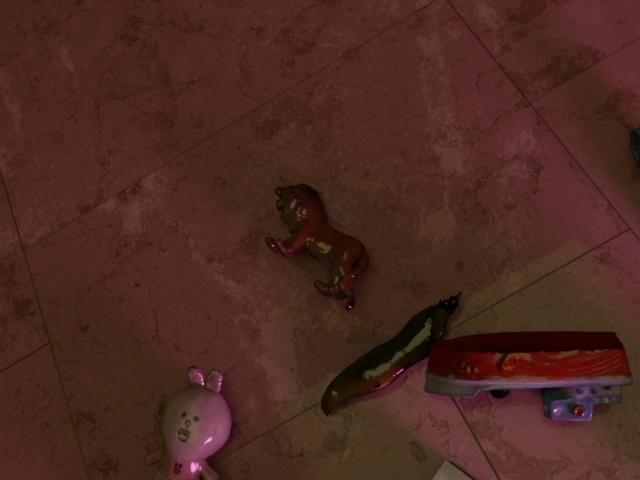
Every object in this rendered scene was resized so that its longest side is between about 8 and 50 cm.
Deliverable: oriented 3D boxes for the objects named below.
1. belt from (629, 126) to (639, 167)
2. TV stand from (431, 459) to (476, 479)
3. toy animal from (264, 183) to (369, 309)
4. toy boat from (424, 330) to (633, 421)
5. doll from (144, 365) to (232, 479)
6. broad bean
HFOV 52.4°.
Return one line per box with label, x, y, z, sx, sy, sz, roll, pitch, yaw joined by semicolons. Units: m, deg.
belt;0.632;-0.076;1.136;0.072;0.087;0.302;-18;66;6
TV stand;0.171;0.500;1.070;0.088;0.083;0.269;33;83;27
toy animal;0.000;0.000;1.304;0.312;0.097;0.157;39;79;24
toy boat;0.338;0.231;1.094;0.331;0.145;0.133;-3;97;17
doll;-0.251;0.381;1.233;0.154;0.113;0.275;9;66;11
broad bean;0.136;0.213;1.196;0.339;0.061;0.077;-37;57;0
